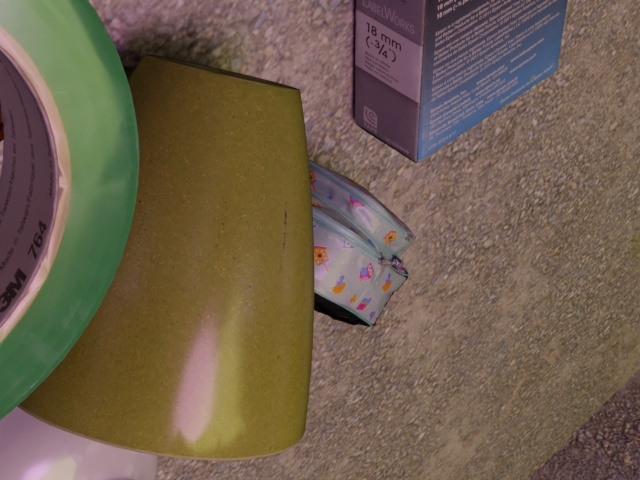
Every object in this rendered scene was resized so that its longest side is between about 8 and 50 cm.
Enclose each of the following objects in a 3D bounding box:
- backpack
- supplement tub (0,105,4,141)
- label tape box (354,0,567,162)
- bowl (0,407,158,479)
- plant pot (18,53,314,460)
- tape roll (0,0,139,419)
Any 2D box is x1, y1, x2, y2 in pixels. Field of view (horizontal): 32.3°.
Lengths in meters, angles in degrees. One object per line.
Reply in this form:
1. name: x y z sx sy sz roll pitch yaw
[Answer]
1. backpack: 0.000 0.000 1.164 0.144 0.166 0.188 -58 152 7
2. supplement tub: -0.339 -0.022 0.657 0.316 0.193 0.193 -48 149 -9
3. label tape box: 0.155 -0.278 1.145 0.240 0.106 0.333 -34 145 -28
4. bowl: -0.267 0.264 1.110 0.298 0.134 0.298 -35 146 -28
5. plant pot: -0.113 -0.002 0.953 0.275 0.275 0.293 2 105 -54
6. tape roll: -0.249 -0.025 0.540 0.321 0.077 0.321 -19 124 -30
